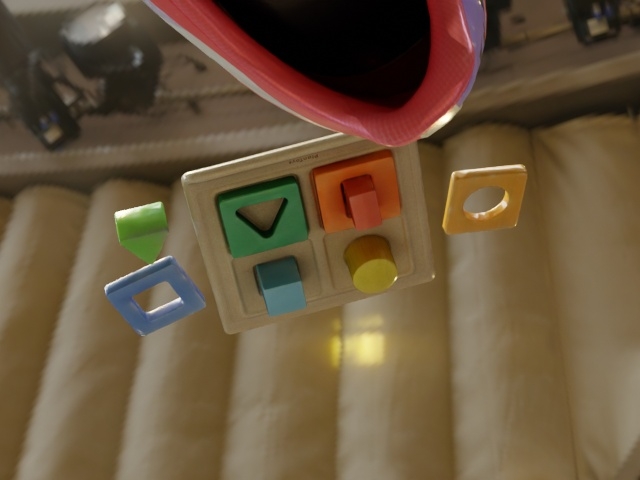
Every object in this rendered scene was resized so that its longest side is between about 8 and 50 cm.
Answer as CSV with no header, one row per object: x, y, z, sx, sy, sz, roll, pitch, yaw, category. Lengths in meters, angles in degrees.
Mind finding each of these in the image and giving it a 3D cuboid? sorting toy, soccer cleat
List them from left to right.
-0.067,-0.150,0.401,0.108,0.318,0.116,-41,-160,10,soccer cleat
0.000,0.000,1.183,0.348,0.196,0.047,-15,-133,-3,sorting toy
